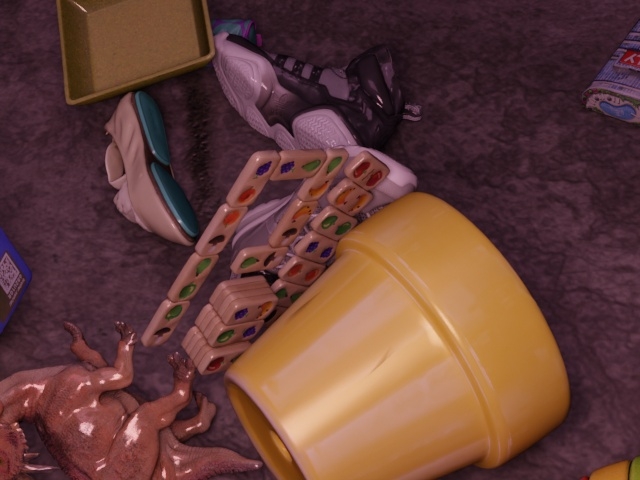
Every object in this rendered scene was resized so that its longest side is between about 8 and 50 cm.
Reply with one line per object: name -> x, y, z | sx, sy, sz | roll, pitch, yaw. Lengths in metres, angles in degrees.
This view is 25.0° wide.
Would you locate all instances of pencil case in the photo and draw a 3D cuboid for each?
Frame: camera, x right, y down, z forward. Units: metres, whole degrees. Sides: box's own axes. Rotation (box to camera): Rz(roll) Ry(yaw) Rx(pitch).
pencil case -> -0.154, -0.245, 1.789 | 0.152, 0.064, 0.070 | 3, 10, 12

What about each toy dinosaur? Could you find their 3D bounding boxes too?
toy dinosaur -> -0.212, 0.191, 1.367 | 0.296, 0.127, 0.200 | 29, 67, 1

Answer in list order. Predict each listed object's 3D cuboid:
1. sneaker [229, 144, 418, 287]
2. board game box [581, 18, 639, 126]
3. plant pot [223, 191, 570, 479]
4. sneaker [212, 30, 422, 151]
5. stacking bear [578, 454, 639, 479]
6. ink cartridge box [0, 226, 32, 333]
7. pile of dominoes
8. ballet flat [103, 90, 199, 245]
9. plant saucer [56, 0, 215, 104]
sneaker -> 0.000, 0.000, 1.446 | 0.105, 0.281, 0.115 | 28, 56, -19
board game box -> 0.402, -0.170, 1.626 | 0.194, 0.060, 0.194 | 22, 55, 27
plant pot -> 0.053, 0.123, 1.296 | 0.239, 0.254, 0.254 | -32, 51, -14
sneaker -> -0.004, -0.181, 1.685 | 0.153, 0.101, 0.268 | -35, 58, -22
stacking bear -> 0.263, 0.253, 1.202 | 0.289, 0.164, 0.175 | -9, 91, 18
ink cartridge box -> -0.477, 0.084, 1.441 | 0.395, 0.151, 0.270 | 2, 48, 27
pile of dominoes -> -0.037, 0.020, 1.298 | 0.196, 0.251, 0.040 | -8, 51, -46
ballet flat -> -0.201, -0.068, 1.639 | 0.086, 0.086, 0.248 | -16, 46, -5
plant saucer -> -0.218, -0.250, 1.736 | 0.188, 0.045, 0.188 | -17, 56, 9
